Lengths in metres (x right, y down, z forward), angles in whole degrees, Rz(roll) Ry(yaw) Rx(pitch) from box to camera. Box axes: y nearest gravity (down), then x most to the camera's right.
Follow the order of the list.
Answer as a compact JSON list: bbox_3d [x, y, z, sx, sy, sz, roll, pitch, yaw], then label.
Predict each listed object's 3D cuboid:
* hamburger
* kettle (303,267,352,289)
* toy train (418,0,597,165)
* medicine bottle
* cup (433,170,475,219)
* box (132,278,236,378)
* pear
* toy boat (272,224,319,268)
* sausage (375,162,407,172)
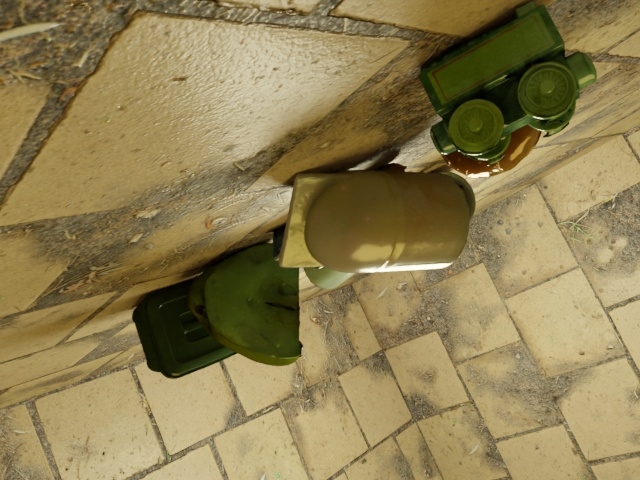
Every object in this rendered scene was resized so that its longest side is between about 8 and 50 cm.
[{"bbox_3d":[0.410,-0.235,1.482,0.144,0.156,0.283,-17,170,-38],"label":"hamburger"},{"bbox_3d":[0.046,0.042,2.120,0.240,0.165,0.255,13,151,-26],"label":"kettle"},{"bbox_3d":[0.296,-0.245,1.042,0.272,0.188,0.159,-26,171,19],"label":"toy train"},{"bbox_3d":[0.108,-0.043,1.447,0.406,0.235,0.236,-1,160,-27],"label":"medicine bottle"},{"bbox_3d":[0.333,-0.113,2.007,0.258,0.186,0.234,5,178,0],"label":"cup"},{"bbox_3d":[-0.382,0.253,1.904,0.329,0.252,0.178,-16,176,-38],"label":"box"},{"bbox_3d":[-0.217,0.182,1.794,0.318,0.342,0.238,8,154,-18],"label":"pear"},{"bbox_3d":[0.000,0.000,1.768,0.309,0.142,0.129,-18,166,-32],"label":"toy boat"},{"bbox_3d":[0.135,-0.144,1.590,0.183,0.054,0.062,-29,131,22],"label":"sausage"}]
